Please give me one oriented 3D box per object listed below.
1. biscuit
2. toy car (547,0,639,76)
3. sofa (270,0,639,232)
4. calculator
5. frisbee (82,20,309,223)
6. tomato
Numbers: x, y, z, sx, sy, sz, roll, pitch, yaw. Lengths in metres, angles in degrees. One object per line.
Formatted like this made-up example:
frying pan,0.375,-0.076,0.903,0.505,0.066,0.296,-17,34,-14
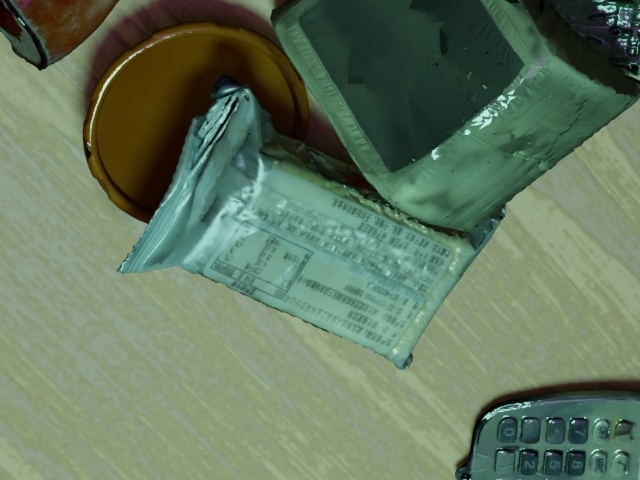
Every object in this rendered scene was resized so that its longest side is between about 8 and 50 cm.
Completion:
biscuit,0.002,-0.004,1.599,0.309,0.079,0.186,23,107,-26
toy car,0.201,-0.179,1.568,0.186,0.058,0.093,7,109,3
sofa,0.106,-0.151,1.520,0.210,0.225,0.176,-42,157,21
calculator,0.259,0.219,1.772,0.268,0.040,0.177,1,115,-6
frisbee,-0.104,-0.098,1.580,0.192,0.035,0.192,-7,121,-12
tomato,-0.222,-0.253,1.441,0.155,0.181,0.214,-38,123,-8
